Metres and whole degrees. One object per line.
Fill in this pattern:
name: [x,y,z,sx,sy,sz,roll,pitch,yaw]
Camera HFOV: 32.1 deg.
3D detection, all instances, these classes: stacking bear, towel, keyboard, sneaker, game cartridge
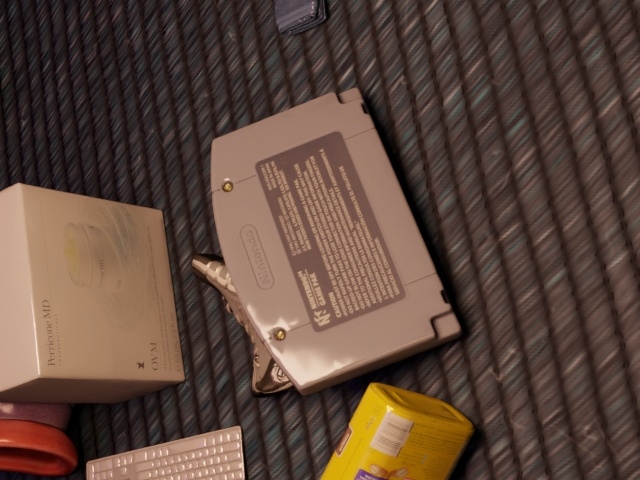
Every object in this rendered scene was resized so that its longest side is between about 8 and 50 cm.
stacking bear: [-0.383,0.139,1.425,0.164,0.175,0.289,133,142,-59]
towel: [-0.027,-0.299,1.280,0.067,0.029,0.119,-16,74,36]
keyboard: [-0.189,0.279,1.326,0.256,0.014,0.072,-19,73,32]
sneaker: [-0.073,0.101,1.223,0.229,0.086,0.132,22,100,38]
game cartridge: [0.000,0.000,1.141,0.198,0.062,0.297,-23,66,6]

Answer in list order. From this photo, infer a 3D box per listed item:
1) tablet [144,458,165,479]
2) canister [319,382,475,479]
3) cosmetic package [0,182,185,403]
tablet: [-0.212,0.308,1.353,0.054,0.006,0.083,11,89,40]
canister: [0.061,0.230,1.066,0.073,0.126,0.170,40,106,54]
cosmetic package: [-0.296,0.071,1.316,0.138,0.225,0.224,-22,71,35]
